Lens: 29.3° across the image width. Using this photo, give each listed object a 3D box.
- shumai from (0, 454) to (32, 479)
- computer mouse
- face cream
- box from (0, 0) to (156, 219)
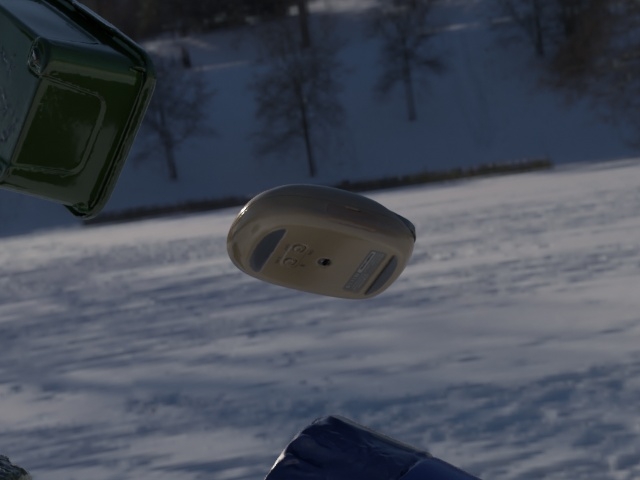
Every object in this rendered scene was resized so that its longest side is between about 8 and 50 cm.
[{"bbox_3d":[-0.614,0.311,1.610,0.397,0.323,0.324,-26,7,-5],"label":"shumai"},{"bbox_3d":[0.000,0.000,1.502,0.236,0.082,0.145,11,-48,-25],"label":"computer mouse"},{"bbox_3d":[0.054,0.348,1.391,0.225,0.249,0.249,20,17,27],"label":"face cream"},{"bbox_3d":[-0.396,-0.204,1.653,0.178,0.253,0.328,10,19,-49],"label":"box"}]
